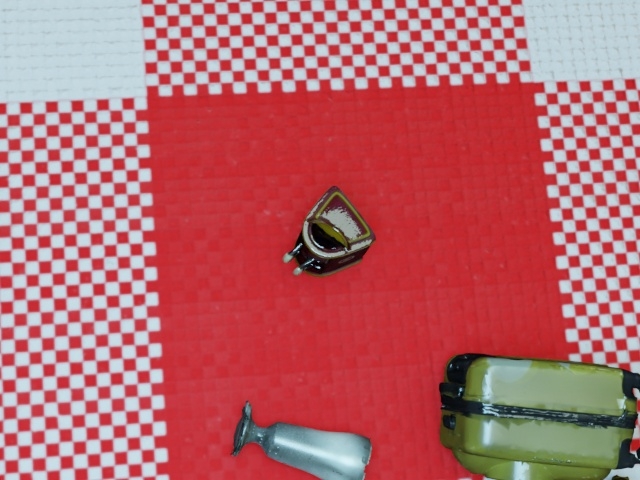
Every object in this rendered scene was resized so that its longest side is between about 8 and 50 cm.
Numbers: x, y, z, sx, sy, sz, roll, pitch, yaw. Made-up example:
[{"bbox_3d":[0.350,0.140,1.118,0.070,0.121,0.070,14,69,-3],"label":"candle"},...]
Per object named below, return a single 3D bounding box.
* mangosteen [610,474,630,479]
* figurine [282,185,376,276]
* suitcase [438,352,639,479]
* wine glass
[{"bbox_3d":[0.356,0.337,1.556,0.137,0.137,0.151,9,41,-5],"label":"mangosteen"},{"bbox_3d":[0.001,0.001,1.570,0.098,0.154,0.082,-34,83,-11],"label":"figurine"},{"bbox_3d":[0.254,0.207,1.531,0.235,0.194,0.143,6,85,-5],"label":"suitcase"},{"bbox_3d":[-0.022,0.239,1.550,0.155,0.072,0.072,17,74,-3],"label":"wine glass"}]
